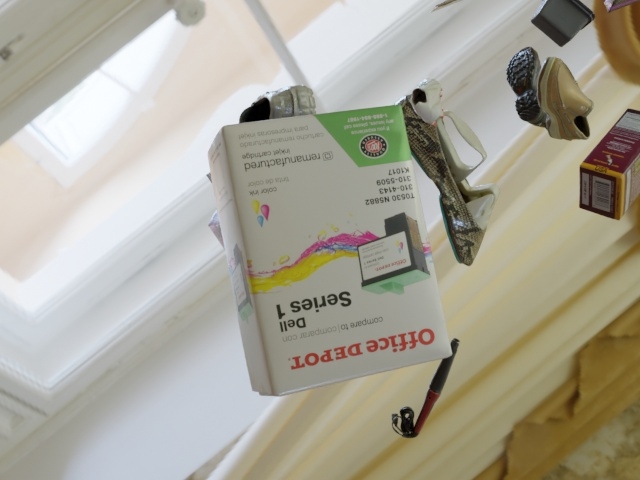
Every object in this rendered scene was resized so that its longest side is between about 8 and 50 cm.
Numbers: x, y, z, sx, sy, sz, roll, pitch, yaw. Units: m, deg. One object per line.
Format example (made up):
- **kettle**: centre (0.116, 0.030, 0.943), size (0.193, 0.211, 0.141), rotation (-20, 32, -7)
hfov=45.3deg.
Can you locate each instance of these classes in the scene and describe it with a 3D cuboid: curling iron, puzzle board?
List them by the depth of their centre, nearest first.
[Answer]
- **curling iron**: centre (0.222, 0.311, 1.588), size (0.068, 0.274, 0.035), rotation (21, 29, -8)
- **puzzle board**: centre (0.380, -0.682, 2.177), size (0.096, 0.128, 0.011), rotation (-128, -164, -82)

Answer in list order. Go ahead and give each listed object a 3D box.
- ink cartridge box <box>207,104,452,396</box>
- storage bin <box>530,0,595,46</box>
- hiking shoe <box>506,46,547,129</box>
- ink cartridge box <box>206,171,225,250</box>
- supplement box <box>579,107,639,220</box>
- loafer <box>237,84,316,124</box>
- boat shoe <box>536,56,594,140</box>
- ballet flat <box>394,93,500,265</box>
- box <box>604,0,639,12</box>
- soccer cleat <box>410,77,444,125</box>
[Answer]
- **ink cartridge box**: centre (0.007, 0.012, 0.827), size (0.117, 0.201, 0.278), rotation (154, -74, -72)
- **storage bin**: centre (0.592, -0.552, 1.912), size (0.135, 0.091, 0.098), rotation (40, -12, -3)
- **hiking shoe**: centre (0.523, -0.369, 1.888), size (0.114, 0.086, 0.227), rotation (27, 54, -41)
- **ink cartridge box**: centre (-0.116, 0.036, 1.437), size (0.371, 0.069, 0.176), rotation (59, -15, -9)
- **supplement box**: centre (0.548, -0.140, 1.387), size (0.081, 0.188, 0.104), rotation (24, -34, 36)
- **loafer**: centre (-0.123, -0.247, 1.593), size (0.319, 0.111, 0.112), rotation (-23, -103, 60)
- **boat shoe**: centre (0.381, -0.213, 1.168), size (0.072, 0.068, 0.190), rotation (22, -10, 32)
- **ballet flat**: centre (0.349, -0.164, 1.962), size (0.483, 0.182, 0.164), rotation (64, 25, -12)
- **box**: centre (0.619, -0.505, 1.462), size (0.162, 0.116, 0.029), rotation (70, 0, -77)
- **soccer cleat**: centre (0.244, -0.339, 1.790), size (0.076, 0.068, 0.196), rotation (35, 29, -22)
